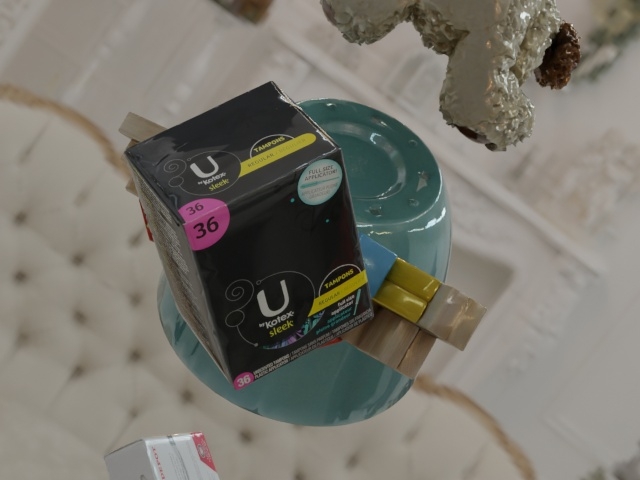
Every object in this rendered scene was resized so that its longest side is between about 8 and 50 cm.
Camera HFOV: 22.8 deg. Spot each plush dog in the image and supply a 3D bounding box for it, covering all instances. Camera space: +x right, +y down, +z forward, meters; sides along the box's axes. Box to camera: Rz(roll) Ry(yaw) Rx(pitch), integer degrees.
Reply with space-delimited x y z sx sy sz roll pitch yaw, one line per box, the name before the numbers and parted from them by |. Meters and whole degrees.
plush dog | 0.159 -0.241 1.585 0.262 0.211 0.225 40 18 9

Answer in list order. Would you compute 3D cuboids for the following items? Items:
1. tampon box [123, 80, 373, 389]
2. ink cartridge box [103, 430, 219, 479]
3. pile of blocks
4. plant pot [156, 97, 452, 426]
tampon box | -0.046 -0.004 1.102 0.101 0.120 0.161 47 -21 44
ink cartridge box | -0.181 0.290 1.873 0.150 0.063 0.109 7 61 -65
pile of blocks | -0.043 0.018 1.350 0.362 0.113 0.149 28 -4 22
plant pot | 0.000 0.000 1.601 0.293 0.235 0.293 11 42 -10
